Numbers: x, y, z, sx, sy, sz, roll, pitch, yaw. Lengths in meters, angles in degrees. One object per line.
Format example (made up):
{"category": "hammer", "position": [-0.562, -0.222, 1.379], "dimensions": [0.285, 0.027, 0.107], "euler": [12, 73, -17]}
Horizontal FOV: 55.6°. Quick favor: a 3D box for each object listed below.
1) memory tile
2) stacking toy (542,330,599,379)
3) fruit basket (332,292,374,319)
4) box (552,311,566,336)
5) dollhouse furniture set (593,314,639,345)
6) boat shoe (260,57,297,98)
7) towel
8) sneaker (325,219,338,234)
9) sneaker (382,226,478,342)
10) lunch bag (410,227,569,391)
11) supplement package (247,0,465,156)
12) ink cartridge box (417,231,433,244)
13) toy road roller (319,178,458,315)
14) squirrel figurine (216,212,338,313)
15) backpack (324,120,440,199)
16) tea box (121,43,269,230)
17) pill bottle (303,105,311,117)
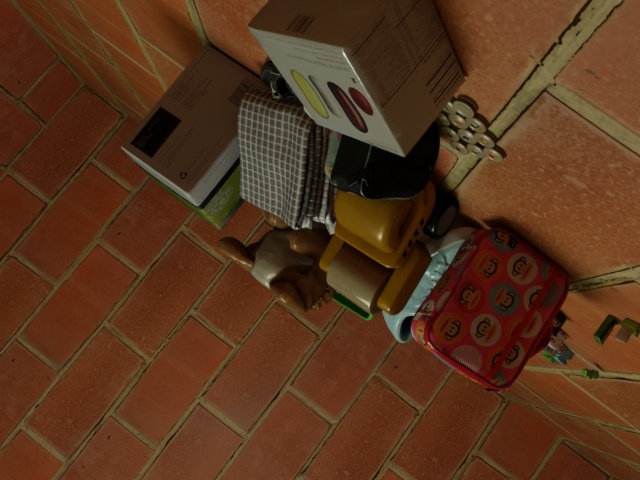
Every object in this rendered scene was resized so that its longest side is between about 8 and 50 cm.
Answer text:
{"category": "memory tile", "position": [0.227, -0.179, 0.966], "dimensions": [0.113, 0.012, 0.148], "euler": [26, 166, 50]}
{"category": "stacking toy", "position": [0.645, 0.293, 1.669], "dimensions": [0.221, 0.052, 0.167], "euler": [39, 173, -21]}
{"category": "fruit basket", "position": [0.049, 0.073, 1.948], "dimensions": [0.393, 0.282, 0.392], "euler": [4, -165, -1]}
{"category": "box", "position": [0.452, 0.132, 1.536], "dimensions": [0.216, 0.060, 0.270], "euler": [42, 170, -20]}
{"category": "dollhouse furniture set", "position": [0.633, 0.207, 1.212], "dimensions": [0.152, 0.058, 0.076], "euler": [29, 169, 43]}
{"category": "boat shoe", "position": [-0.082, -0.327, 1.244], "dimensions": [0.075, 0.065, 0.206], "euler": [42, 170, -31]}
{"category": "towel", "position": [-0.078, -0.179, 1.351], "dimensions": [0.235, 0.121, 0.283], "euler": [24, 121, 36]}
{"category": "sneaker", "position": [0.052, -0.170, 1.446], "dimensions": [0.102, 0.161, 0.281], "euler": [-141, 32, -83]}
{"category": "sneaker", "position": [0.272, 0.118, 1.414], "dimensions": [0.365, 0.135, 0.150], "euler": [-58, 40, 46]}
{"category": "lunch bag", "position": [0.356, 0.147, 1.231], "dimensions": [0.258, 0.293, 0.120], "euler": [35, 173, -8]}
{"category": "supplement package", "position": [0.052, -0.252, 0.823], "dimensions": [0.194, 0.149, 0.203], "euler": [29, 167, 42]}
{"category": "ink cartridge box", "position": [0.200, 0.041, 1.593], "dimensions": [0.117, 0.201, 0.278], "euler": [30, 169, 39]}
{"category": "toy road roller", "position": [0.113, -0.014, 1.269], "dimensions": [0.203, 0.329, 0.241], "euler": [33, -168, 29]}
{"category": "squirrel figurine", "position": [0.000, 0.000, 1.654], "dimensions": [0.281, 0.370, 0.397], "euler": [34, 176, 38]}
{"category": "backpack", "position": [0.108, -0.152, 1.018], "dimensions": [0.189, 0.165, 0.144], "euler": [0, -163, -39]}
{"category": "tea box", "position": [-0.272, -0.247, 1.550], "dimensions": [0.220, 0.329, 0.323], "euler": [35, 172, 11]}
{"category": "pill bottle", "position": [0.025, -0.255, 1.024], "dimensions": [0.065, 0.116, 0.065], "euler": [36, 171, 6]}
